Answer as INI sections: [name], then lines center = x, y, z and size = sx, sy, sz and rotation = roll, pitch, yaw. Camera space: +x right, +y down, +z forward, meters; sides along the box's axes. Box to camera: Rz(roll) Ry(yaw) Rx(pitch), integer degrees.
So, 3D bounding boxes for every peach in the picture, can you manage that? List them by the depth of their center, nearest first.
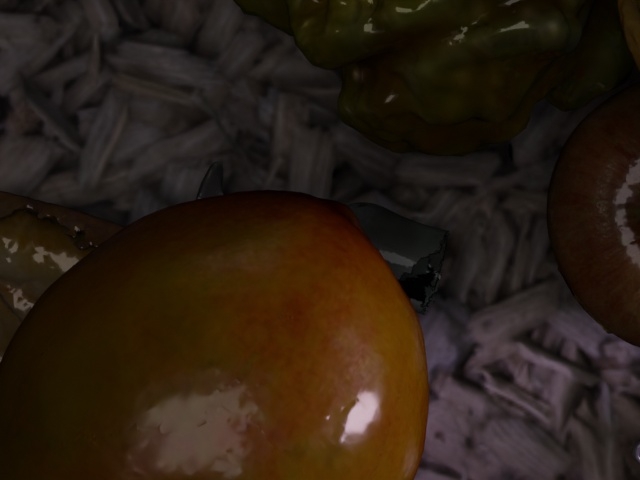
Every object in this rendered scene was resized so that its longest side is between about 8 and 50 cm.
[peach]
center = -0.070, 0.112, 1.326
size = 0.308, 0.308, 0.332
rotation = 39, 78, 7

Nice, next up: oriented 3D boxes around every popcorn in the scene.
[popcorn]
center = 0.079, -0.224, 1.405
size = 0.321, 0.290, 0.326
rotation = -16, 105, 3

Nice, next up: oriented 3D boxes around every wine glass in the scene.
[wine glass]
center = 0.000, 0.000, 1.501
size = 0.195, 0.079, 0.079
rotation = 15, 89, 8

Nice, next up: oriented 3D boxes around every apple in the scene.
[apple]
center = 0.272, -0.020, 1.418
size = 0.211, 0.188, 0.211
rotation = -1, 86, 10

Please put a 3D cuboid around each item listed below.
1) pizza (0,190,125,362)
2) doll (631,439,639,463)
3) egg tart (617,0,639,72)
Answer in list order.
[pizza]
center = -0.286, 0.101, 1.531
size = 0.435, 0.080, 0.392
rotation = -43, 84, 1
[doll]
center = 0.348, 0.166, 1.455
size = 0.227, 0.075, 0.102
rotation = 1, 97, -3
[egg tart]
center = 0.406, -0.142, 1.298
size = 0.443, 0.443, 0.178
rotation = 46, 130, 6
